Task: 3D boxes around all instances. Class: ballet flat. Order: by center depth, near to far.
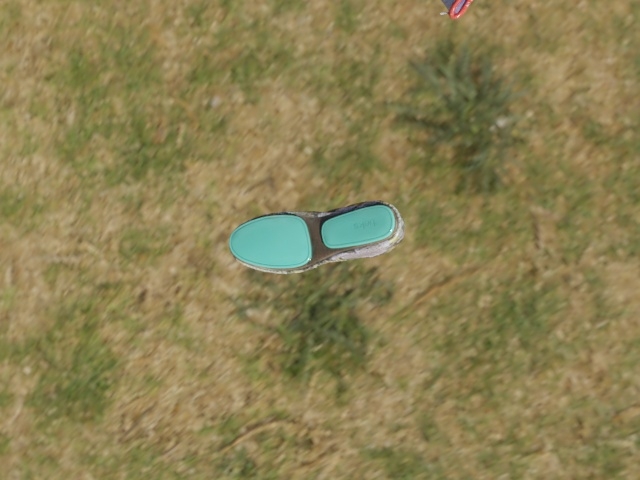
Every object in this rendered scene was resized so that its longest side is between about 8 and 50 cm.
[{"bbox_3d":[0.000,0.000,0.941,0.114,0.041,0.041,-8,68,18],"label":"ballet flat"}]

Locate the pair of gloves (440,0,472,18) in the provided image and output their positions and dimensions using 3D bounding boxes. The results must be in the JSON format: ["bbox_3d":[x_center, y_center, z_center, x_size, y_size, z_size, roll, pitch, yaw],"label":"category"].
[{"bbox_3d":[0.095,-0.241,1.019,0.023,0.198,0.159,21,23,-47],"label":"pair of gloves"}]
